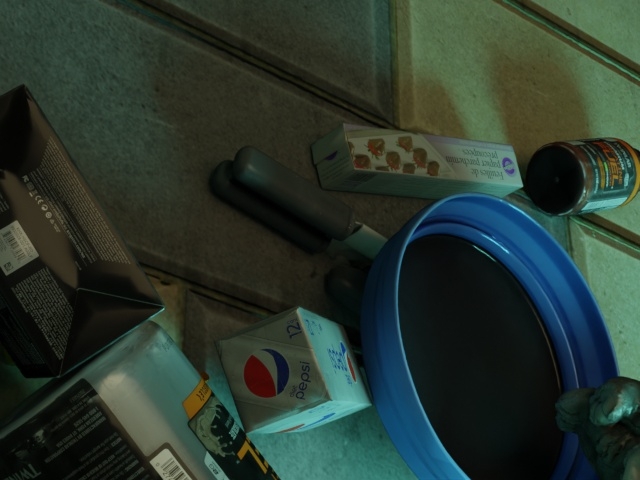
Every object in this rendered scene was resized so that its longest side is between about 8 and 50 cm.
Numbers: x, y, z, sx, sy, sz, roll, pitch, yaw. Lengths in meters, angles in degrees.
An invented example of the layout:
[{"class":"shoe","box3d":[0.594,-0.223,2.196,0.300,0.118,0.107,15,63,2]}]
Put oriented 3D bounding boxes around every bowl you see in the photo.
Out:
[{"class":"bowl","box3d":[0.197,0.138,1.806,0.391,0.077,0.391,23,56,-37]}]

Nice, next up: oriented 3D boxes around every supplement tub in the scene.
[{"class":"supplement tub","box3d":[-0.132,0.257,1.408,0.338,0.207,0.207,53,41,-6]},{"class":"supplement tub","box3d":[0.383,-0.092,2.209,0.198,0.106,0.106,-9,75,-48]}]

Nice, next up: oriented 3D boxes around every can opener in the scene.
[{"class":"can opener","box3d":[0.000,0.000,1.794,0.283,0.076,0.095,31,48,-29]}]

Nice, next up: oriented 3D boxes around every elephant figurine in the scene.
[{"class":"elephant figurine","box3d":[0.343,0.281,1.710,0.169,0.186,0.239,25,50,-43]}]

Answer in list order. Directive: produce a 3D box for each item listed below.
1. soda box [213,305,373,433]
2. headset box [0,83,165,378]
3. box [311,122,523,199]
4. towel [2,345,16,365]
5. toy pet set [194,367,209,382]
[{"class":"soda box","box3d":[-0.021,0.136,1.577,0.286,0.091,0.098,34,35,-79]},{"class":"headset box","box3d":[-0.260,0.004,1.376,0.110,0.293,0.218,-33,94,-16]},{"class":"box","box3d":[0.127,-0.094,1.983,0.324,0.067,0.063,3,67,-44]},{"class":"towel","box3d":[-0.288,0.008,1.544,0.102,0.021,0.237,-1,70,-40]},{"class":"toy pet set","box3d":[-0.136,0.195,1.578,0.114,0.065,0.122,21,42,7]}]
